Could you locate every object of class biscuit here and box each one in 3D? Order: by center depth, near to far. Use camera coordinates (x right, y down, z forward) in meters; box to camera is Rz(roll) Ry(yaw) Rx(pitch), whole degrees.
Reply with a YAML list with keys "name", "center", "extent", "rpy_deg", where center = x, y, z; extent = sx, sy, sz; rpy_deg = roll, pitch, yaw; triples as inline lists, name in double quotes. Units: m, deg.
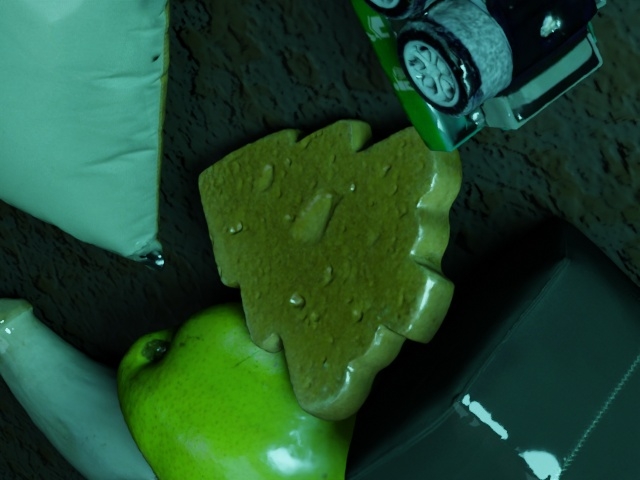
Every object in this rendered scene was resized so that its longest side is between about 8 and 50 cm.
- name: "biscuit"
  center: [0.000, 0.000, 1.017]
  extent: [0.239, 0.041, 0.212]
  rpy_deg: [31, 104, 40]

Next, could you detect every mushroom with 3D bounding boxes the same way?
- name: "mushroom"
  center: [-0.195, 0.148, 1.268]
  extent: [0.270, 0.103, 0.118]
  rpy_deg: [27, 134, 20]

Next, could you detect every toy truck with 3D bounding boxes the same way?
- name: "toy truck"
  center: [0.041, -0.212, 0.792]
  extent: [0.178, 0.176, 0.363]
  rpy_deg: [14, 136, 56]

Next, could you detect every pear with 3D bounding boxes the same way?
- name: "pear"
  center: [-0.049, 0.134, 1.105]
  extent: [0.220, 0.187, 0.187]
  rpy_deg: [37, 134, 9]

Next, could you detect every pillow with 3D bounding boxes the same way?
- name: "pillow"
  center: [-0.235, -0.152, 1.054]
  extent: [0.312, 0.119, 0.310]
  rpy_deg: [24, 129, 16]

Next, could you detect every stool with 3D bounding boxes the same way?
- name: "stool"
  center: [0.131, 0.106, 0.949]
  extent: [0.141, 0.232, 0.232]
  rpy_deg: [41, 134, -4]
